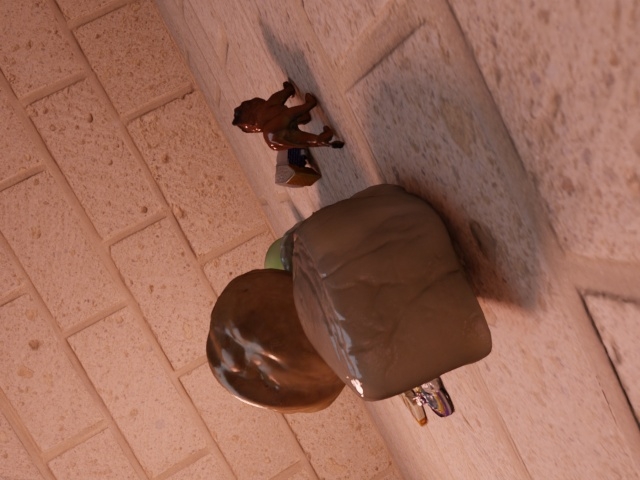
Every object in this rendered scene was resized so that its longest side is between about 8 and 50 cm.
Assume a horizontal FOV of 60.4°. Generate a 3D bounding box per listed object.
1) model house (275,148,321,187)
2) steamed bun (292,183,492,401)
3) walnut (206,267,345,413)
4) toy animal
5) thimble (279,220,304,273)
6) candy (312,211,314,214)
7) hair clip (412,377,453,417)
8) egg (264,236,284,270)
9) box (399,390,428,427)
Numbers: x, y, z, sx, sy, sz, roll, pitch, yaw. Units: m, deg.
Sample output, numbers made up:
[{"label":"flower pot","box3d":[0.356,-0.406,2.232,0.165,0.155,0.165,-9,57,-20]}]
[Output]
[{"label":"model house","box3d":[-0.053,-0.188,1.389,0.100,0.087,0.101,-1,86,54]},{"label":"steamed bun","box3d":[0.076,0.048,0.836,0.383,0.247,0.236,-128,23,-72]},{"label":"walnut","box3d":[-0.089,0.233,1.284,0.381,0.381,0.381,59,171,16]},{"label":"toy animal","box3d":[-0.089,-0.245,1.144,0.312,0.157,0.097,51,167,55]},{"label":"thimble","box3d":[-0.003,0.052,1.463,0.211,0.185,0.149,49,169,19]},{"label":"candy","box3d":[0.001,0.000,1.683,0.086,0.059,0.292,55,170,21]},{"label":"hair clip","box3d":[0.279,0.382,1.354,0.116,0.049,0.172,47,161,6]},{"label":"egg","box3d":[-0.094,0.101,2.007,0.270,0.220,0.220,-113,2,-47]},{"label":"box","box3d":[0.262,0.480,1.753,0.220,0.032,0.122,50,166,52]}]
